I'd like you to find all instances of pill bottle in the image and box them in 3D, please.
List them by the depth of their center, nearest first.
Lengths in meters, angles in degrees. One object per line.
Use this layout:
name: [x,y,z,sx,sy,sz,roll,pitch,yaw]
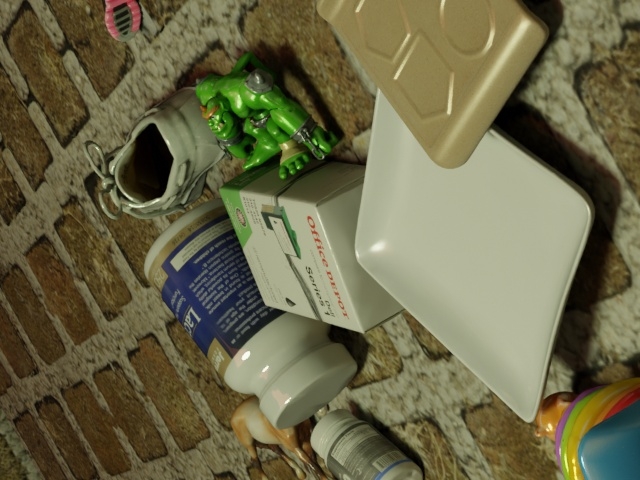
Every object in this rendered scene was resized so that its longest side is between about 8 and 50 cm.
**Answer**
pill bottle: [-0.082,0.089,1.948,0.265,0.153,0.153,50,153,21]
pill bottle: [0.054,0.269,1.970,0.137,0.078,0.078,38,147,40]

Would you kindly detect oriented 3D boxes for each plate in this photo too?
plate: [0.143,-0.011,1.513,0.278,0.045,0.277,43,143,34]

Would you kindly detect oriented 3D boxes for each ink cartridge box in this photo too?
ink cartridge box: [0.000,0.000,1.768,0.219,0.092,0.160,11,127,59]

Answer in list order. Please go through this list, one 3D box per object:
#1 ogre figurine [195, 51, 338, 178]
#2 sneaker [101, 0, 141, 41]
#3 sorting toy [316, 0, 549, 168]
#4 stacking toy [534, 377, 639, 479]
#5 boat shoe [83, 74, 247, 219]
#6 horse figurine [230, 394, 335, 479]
ogre figurine: [-0.071,-0.136,1.769,0.118,0.097,0.197,51,176,-23]
sneaker: [-0.256,-0.306,1.998,0.057,0.047,0.119,-125,19,-63]
sorting toy: [0.096,-0.194,1.406,0.208,0.038,0.193,52,141,19]
stacking toy: [0.265,0.182,1.424,0.166,0.175,0.302,64,166,-12]
boat shoe: [-0.218,-0.088,2.010,0.136,0.156,0.367,62,155,-2]
horse figurine: [-0.055,0.263,2.188,0.263,0.066,0.174,-6,117,61]
